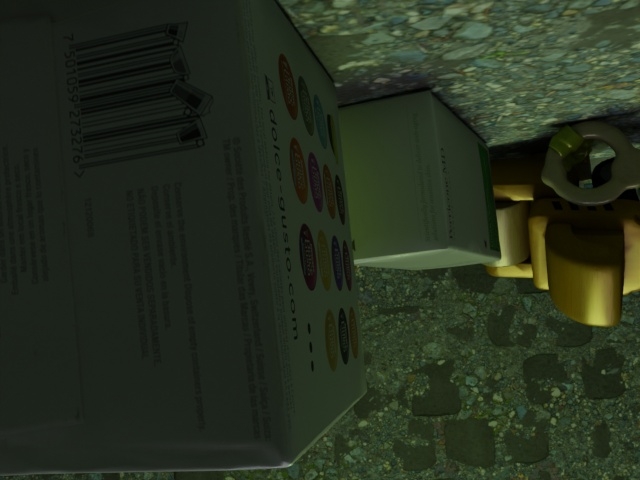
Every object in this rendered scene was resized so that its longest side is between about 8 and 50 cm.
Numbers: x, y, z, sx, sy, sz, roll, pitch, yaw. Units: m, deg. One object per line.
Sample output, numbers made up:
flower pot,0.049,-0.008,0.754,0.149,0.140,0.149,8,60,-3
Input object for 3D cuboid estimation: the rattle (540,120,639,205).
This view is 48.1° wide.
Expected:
rattle,0.439,-0.096,1.076,0.199,0.130,0.143,16,168,19

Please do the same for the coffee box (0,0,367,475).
coffee box,-0.160,0.003,0.642,0.337,0.338,0.334,-7,174,12

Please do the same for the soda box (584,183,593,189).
soda box,0.678,-0.106,1.634,0.209,0.071,0.067,-5,174,-1

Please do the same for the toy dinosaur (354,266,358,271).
toy dinosaur,-0.019,-0.027,1.158,0.127,0.201,0.295,-4,175,-13

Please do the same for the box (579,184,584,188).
box,0.486,-0.038,1.587,0.119,0.182,0.181,-5,175,-22

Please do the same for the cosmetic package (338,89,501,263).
cosmetic package,0.138,-0.061,0.998,0.155,0.197,0.365,-8,175,22

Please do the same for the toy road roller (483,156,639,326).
toy road roller,0.388,0.005,1.164,0.329,0.203,0.241,2,-141,25

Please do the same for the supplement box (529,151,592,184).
supplement box,0.422,-0.126,1.259,0.098,0.062,0.036,-8,172,22
